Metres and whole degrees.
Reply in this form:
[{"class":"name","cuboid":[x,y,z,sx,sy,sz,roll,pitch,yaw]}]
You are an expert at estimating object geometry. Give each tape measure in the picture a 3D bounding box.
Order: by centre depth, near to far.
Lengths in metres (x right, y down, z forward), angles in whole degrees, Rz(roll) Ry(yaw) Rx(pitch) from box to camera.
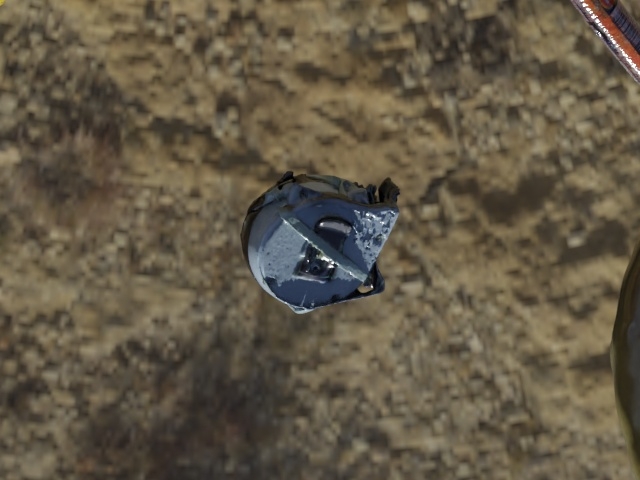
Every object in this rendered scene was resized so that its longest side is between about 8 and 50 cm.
[{"class":"tape measure","cuboid":[-0.002,0.001,1.192,0.094,0.054,0.091,0,114,-22]}]

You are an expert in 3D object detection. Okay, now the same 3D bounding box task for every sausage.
[{"class":"sausage","cuboid":[0.193,-0.125,1.168,0.198,0.025,0.028,42,77,-35]}]

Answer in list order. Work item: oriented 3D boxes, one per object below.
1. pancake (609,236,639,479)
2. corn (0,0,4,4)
[{"class":"pancake","cuboid":[0.249,0.066,0.829,0.294,0.294,0.049,-43,148,26]},{"class":"corn","cuboid":[-0.177,-0.283,1.253,0.106,0.106,0.305,32,108,-23]}]
